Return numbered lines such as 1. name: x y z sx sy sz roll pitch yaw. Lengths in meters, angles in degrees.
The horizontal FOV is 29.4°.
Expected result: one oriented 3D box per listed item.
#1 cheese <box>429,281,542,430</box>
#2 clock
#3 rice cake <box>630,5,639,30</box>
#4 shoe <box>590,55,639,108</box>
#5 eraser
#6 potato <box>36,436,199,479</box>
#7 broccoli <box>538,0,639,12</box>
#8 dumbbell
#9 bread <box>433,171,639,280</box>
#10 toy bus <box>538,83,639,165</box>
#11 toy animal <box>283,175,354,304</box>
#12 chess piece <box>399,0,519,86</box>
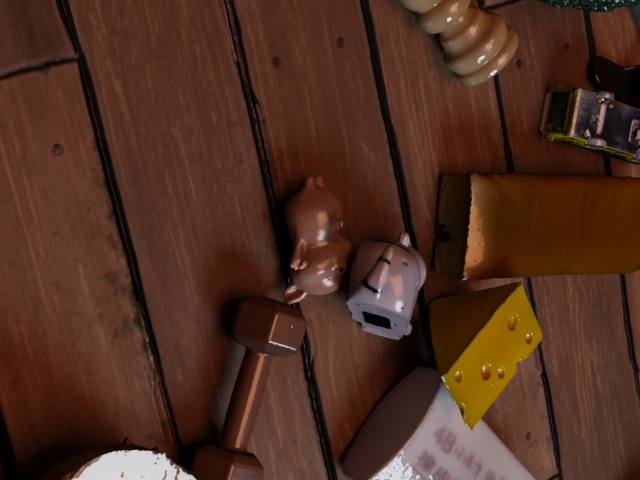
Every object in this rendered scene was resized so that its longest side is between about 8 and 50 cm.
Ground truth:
1. cheese: 0.189 0.146 1.505 0.093 0.126 0.171 64 31 -25
2. clock: 0.083 0.040 1.447 0.176 0.080 0.117 70 35 -71
3. rice cake: 0.496 -0.290 1.773 0.047 0.036 0.206 -41 119 -14
4. shoe: 0.450 -0.223 1.733 0.159 0.053 0.062 17 67 -33
5. eraser: 0.163 0.308 1.570 0.174 0.095 0.270 -52 121 -17
6. potato: -0.228 0.323 1.267 0.239 0.116 0.299 -45 130 -19
7. broccoli: 0.367 -0.426 1.554 0.298 0.297 0.297 -13 65 -35
8. dumbbell: -0.083 0.177 1.373 0.082 0.092 0.231 17 86 -9
9. bread: 0.309 -0.022 1.643 0.361 0.077 0.138 -1 95 -37
10. toy bus: 0.408 -0.158 1.701 0.226 0.074 0.081 9 91 -38
11. toy animal: -0.003 -0.001 1.419 0.083 0.089 0.150 -3 102 -14
12. chess piece: 0.159 -0.279 1.498 0.170 0.094 0.094 45 70 -25
